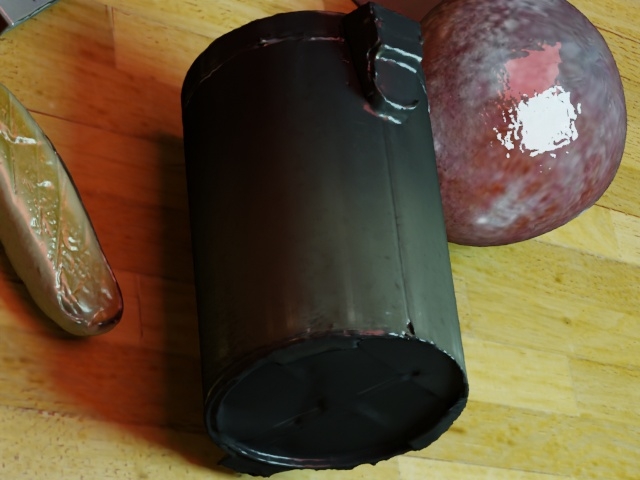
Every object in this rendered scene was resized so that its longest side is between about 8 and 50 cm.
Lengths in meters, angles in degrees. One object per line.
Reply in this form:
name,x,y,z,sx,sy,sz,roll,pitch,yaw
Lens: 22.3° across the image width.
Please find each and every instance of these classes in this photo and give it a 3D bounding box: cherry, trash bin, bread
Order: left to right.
bread,-0.213,-0.023,1.191,0.073,0.053,0.214,-28,89,-44
trash bin,0.000,0.000,1.243,0.203,0.252,0.301,19,49,-32
cherry,0.172,-0.119,1.492,0.285,0.213,0.236,-35,90,-38

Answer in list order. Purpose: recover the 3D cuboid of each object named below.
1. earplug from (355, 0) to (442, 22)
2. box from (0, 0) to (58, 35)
earplug,0.145,-0.344,1.661,0.172,0.172,0.301,51,35,-7
box,-0.272,-0.253,1.287,0.177,0.036,0.115,53,42,-5
